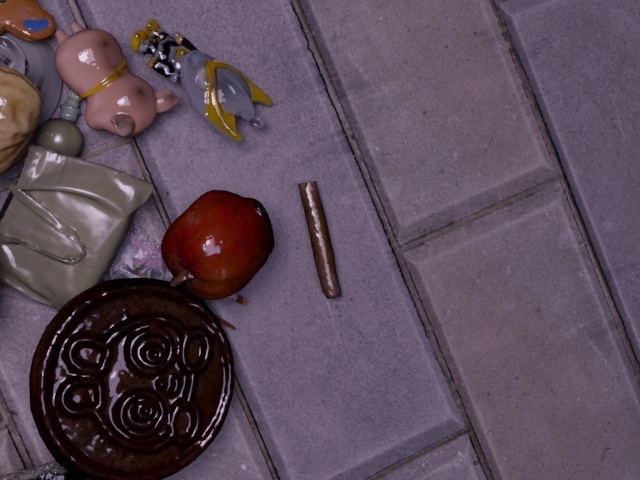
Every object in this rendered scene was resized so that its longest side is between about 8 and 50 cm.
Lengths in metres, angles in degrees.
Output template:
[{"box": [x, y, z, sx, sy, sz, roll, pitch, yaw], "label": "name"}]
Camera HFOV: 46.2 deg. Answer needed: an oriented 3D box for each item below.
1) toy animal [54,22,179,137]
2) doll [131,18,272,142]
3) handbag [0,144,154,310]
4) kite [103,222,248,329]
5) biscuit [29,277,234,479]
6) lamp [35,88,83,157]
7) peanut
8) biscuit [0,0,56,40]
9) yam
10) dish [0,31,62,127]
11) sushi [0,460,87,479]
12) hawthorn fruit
[{"box": [-0.425, -0.318, 1.485, 0.248, 0.149, 0.165, 49, 62, -7], "label": "toy animal"}, {"box": [-0.241, -0.337, 1.556, 0.316, 0.145, 0.103, 36, 115, -4], "label": "doll"}, {"box": [-0.503, -0.019, 1.464, 0.253, 0.109, 0.316, 26, 101, -8], "label": "handbag"}, {"box": [-0.333, 0.096, 1.565, 0.360, 0.022, 0.204, 25, 85, -9], "label": "kite"}, {"box": [-0.352, 0.272, 1.456, 0.407, 0.091, 0.407, 1, 88, -28], "label": "biscuit"}, {"box": [-0.510, -0.239, 1.506, 0.091, 0.091, 0.163, 17, 72, -11], "label": "lamp"}, {"box": [-0.663, -0.185, 1.374, 0.387, 0.192, 0.169, -26, 56, 22], "label": "peanut"}, {"box": [-0.645, -0.526, 1.452, 0.205, 0.049, 0.324, -12, 73, -23], "label": "biscuit"}, {"box": [0.000, 0.000, 1.626, 0.046, 0.046, 0.264, -13, 90, -12], "label": "yam"}, {"box": [-0.643, -0.328, 1.461, 0.260, 0.085, 0.260, 2, 83, -14], "label": "dish"}, {"box": [-0.567, 0.501, 1.450, 0.225, 0.136, 0.126, -20, 87, -7], "label": "sushi"}, {"box": [-0.210, 0.022, 1.483, 0.215, 0.215, 0.250, 43, 48, -8], "label": "hawthorn fruit"}]
